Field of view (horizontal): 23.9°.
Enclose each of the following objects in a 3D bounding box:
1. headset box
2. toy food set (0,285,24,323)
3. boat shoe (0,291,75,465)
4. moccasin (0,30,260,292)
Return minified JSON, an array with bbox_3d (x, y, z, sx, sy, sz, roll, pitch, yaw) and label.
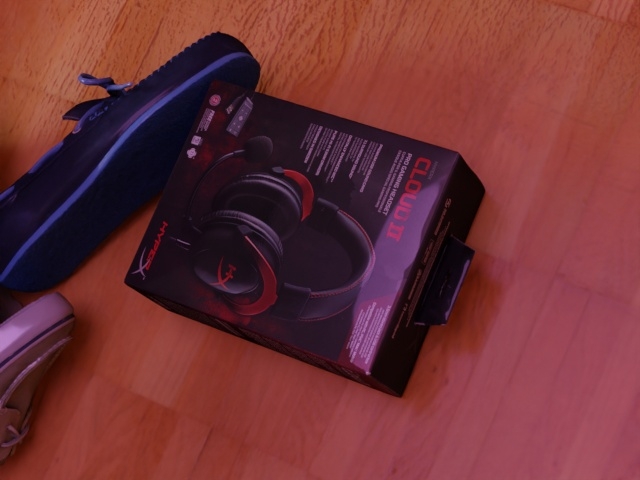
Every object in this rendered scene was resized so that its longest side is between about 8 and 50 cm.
[{"bbox_3d":[0.000,0.000,1.395,0.293,0.110,0.218,20,81,24],"label":"headset box"},{"bbox_3d":[-0.405,0.083,1.552,0.192,0.038,0.132,-31,66,8],"label":"toy food set"},{"bbox_3d":[-0.336,0.179,1.478,0.094,0.109,0.302,45,98,4],"label":"boat shoe"},{"bbox_3d":[-0.217,-0.097,1.490,0.342,0.138,0.117,-39,61,4],"label":"moccasin"}]
